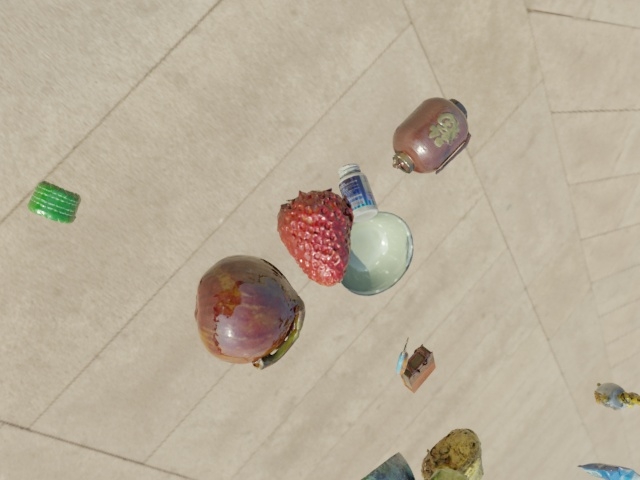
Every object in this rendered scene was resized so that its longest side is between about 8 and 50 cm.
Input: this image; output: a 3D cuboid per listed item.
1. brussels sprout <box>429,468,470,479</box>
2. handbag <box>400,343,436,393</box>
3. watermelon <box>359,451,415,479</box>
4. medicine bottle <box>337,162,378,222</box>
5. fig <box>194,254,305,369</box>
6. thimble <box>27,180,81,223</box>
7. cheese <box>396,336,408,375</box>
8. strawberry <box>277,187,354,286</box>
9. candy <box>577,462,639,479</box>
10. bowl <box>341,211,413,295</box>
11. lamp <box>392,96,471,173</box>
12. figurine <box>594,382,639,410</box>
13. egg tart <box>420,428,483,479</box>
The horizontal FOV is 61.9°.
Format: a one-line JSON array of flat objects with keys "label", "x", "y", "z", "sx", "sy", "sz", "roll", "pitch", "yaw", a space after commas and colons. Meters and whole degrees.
[{"label": "brussels sprout", "x": 0.326, "y": 0.635, "z": 1.272, "sx": 0.181, "sy": 0.144, "sz": 0.161, "roll": -18, "pitch": 103, "yaw": -77}, {"label": "handbag", "x": 0.336, "y": 0.443, "z": 1.836, "sx": 0.127, "sy": 0.063, "sz": 0.190, "roll": -45, "pitch": 148, "yaw": -13}, {"label": "watermelon", "x": 0.156, "y": 0.699, "z": 1.415, "sx": 0.319, "sy": 0.148, "sz": 0.226, "roll": 1, "pitch": 134, "yaw": -53}, {"label": "medicine bottle", "x": 0.124, "y": -0.166, "z": 1.849, "sx": 0.107, "sy": 0.191, "sz": 0.107, "roll": -15, "pitch": 162, "yaw": -5}, {"label": "fig", "x": -0.123, "y": 0.124, "z": 0.940, "sx": 0.205, "sy": 0.205, "sz": 0.205, "roll": -21, "pitch": 128, "yaw": -29}, {"label": "thimble", "x": -0.697, "y": -0.099, "z": 1.406, "sx": 0.118, "sy": 0.130, "sz": 0.090, "roll": 24, "pitch": 86, "yaw": -32}, {"label": "cheese", "x": 0.149, "y": 0.210, "z": 0.959, "sx": 0.111, "sy": 0.017, "sz": 0.047, "roll": 84, "pitch": 23, "yaw": -54}, {"label": "strawberry", "x": 0.000, "y": 0.000, "z": 1.374, "sx": 0.206, "sy": 0.244, "sz": 0.205, "roll": -19, "pitch": 166, "yaw": -5}, {"label": "candy", "x": 0.655, "y": 0.522, "z": 1.193, "sx": 0.136, "sy": 0.088, "sz": 0.038, "roll": 24, "pitch": 63, "yaw": -24}, {"label": "bowl", "x": 0.173, "y": 0.031, "z": 2.046, "sx": 0.338, "sy": 0.157, "sz": 0.336, "roll": -9, "pitch": 111, "yaw": -23}, {"label": "lamp", "x": 0.310, "y": -0.288, "z": 1.506, "sx": 0.258, "sy": 0.180, "sz": 0.180, "roll": -47, "pitch": 136, "yaw": -8}, {"label": "figurine", "x": 0.764, "y": 0.401, "z": 1.359, "sx": 0.143, "sy": 0.102, "sz": 0.068, "roll": 87, "pitch": 15, "yaw": -79}, {"label": "egg tart", "x": 0.410, "y": 0.676, "z": 1.612, "sx": 0.232, "sy": 0.252, "sz": 0.098, "roll": -42, "pitch": 95, "yaw": -26}]
